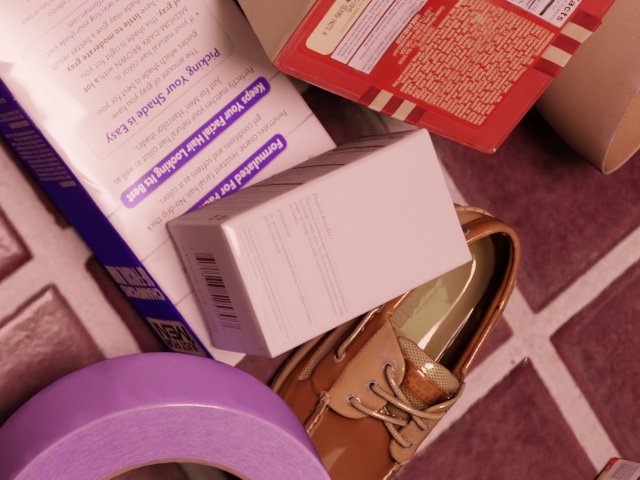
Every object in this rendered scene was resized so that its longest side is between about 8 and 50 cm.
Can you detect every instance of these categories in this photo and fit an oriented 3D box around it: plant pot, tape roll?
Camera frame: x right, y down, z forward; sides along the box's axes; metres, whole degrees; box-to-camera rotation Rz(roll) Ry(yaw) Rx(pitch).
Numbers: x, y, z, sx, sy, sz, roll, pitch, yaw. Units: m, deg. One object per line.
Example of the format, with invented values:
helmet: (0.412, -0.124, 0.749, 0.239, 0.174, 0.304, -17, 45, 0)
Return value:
plant pot: (0.239, -0.223, 1.452, 0.191, 0.284, 0.284, 37, 72, 14)
tape roll: (-0.121, 0.224, 1.300, 0.275, 0.090, 0.275, -6, 113, -14)

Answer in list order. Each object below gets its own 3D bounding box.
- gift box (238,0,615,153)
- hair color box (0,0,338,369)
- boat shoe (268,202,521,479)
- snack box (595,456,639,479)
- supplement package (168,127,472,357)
gift box: (0.057, -0.260, 1.294, 0.276, 0.258, 0.255, 25, 116, -37)
hair color box: (-0.122, -0.087, 1.341, 0.185, 0.110, 0.339, -42, 106, -21)
boat shoe: (0.054, 0.105, 1.421, 0.122, 0.120, 0.324, 35, 76, -22)
snack box: (0.265, 0.326, 1.555, 0.207, 0.070, 0.174, -48, 110, -19)
supplement package: (0.000, 0.000, 1.285, 0.179, 0.105, 0.105, -25, 101, -24)
